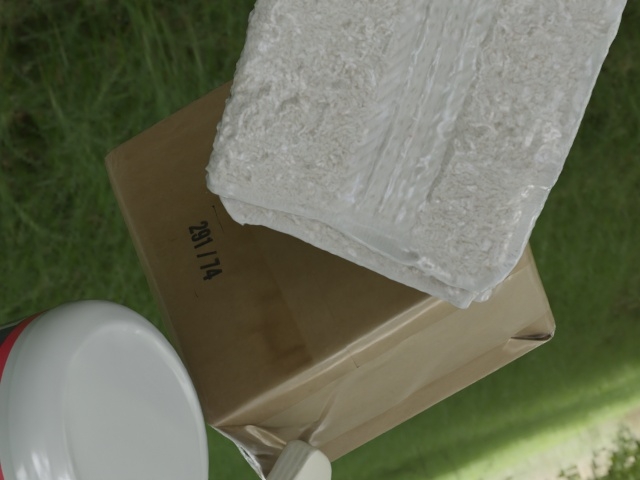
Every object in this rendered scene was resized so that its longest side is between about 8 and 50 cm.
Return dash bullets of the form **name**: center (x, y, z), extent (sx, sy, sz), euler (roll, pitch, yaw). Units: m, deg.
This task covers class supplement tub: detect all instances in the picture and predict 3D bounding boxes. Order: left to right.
- **supplement tub**: center (-0.233, 0.160, 0.774), extent (0.272, 0.191, 0.191), euler (-18, 167, 25)

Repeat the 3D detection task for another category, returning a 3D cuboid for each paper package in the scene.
- **paper package**: center (0.000, 0.000, 1.004), extent (0.309, 0.325, 0.168), euler (-30, 145, 1)

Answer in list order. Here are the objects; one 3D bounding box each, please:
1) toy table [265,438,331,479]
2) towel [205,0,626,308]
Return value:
- **toy table**: center (-0.043, 0.295, 0.871), extent (0.274, 0.252, 0.161), euler (5, 151, 37)
- **towel**: center (0.054, -0.111, 0.586), extent (0.049, 0.187, 0.282), euler (-49, 158, -64)
